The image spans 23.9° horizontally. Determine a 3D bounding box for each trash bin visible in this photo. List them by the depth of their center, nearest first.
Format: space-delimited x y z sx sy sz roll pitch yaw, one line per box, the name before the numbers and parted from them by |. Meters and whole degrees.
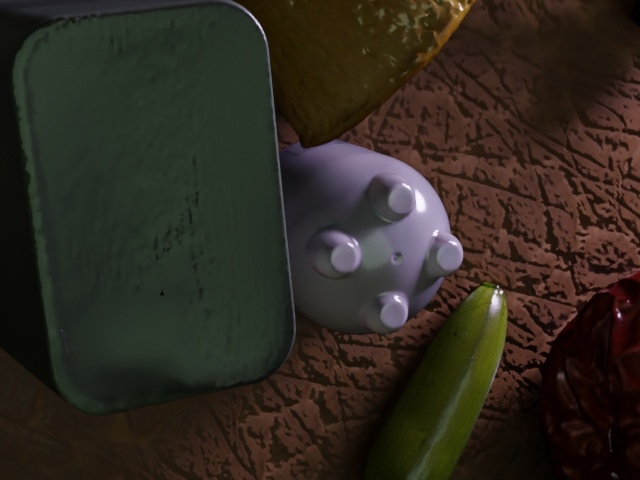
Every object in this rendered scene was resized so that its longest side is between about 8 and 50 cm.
trash bin | -0.146 -0.041 0.897 0.158 0.343 0.223 -10 104 -19

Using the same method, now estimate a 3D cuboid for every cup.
cup | 0.009 -0.009 1.076 0.173 0.142 0.134 32 87 -24

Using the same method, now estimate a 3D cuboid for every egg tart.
egg tart | 0.009 -0.175 1.033 0.147 0.202 0.202 41 82 -10

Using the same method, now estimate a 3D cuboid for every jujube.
jujube | 0.281 0.141 1.164 0.213 0.213 0.232 -21 65 -18

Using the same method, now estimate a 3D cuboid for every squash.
squash | 0.093 0.125 1.182 0.066 0.066 0.201 30 80 -24

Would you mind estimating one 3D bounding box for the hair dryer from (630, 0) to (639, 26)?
hair dryer | 0.258 -0.241 1.150 0.219 0.071 0.124 27 87 -45
